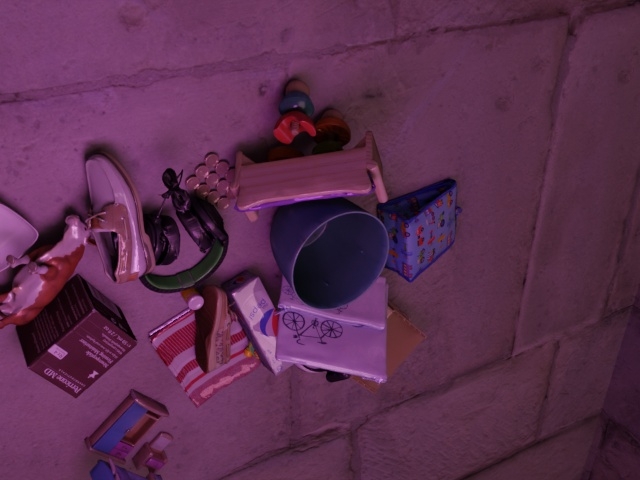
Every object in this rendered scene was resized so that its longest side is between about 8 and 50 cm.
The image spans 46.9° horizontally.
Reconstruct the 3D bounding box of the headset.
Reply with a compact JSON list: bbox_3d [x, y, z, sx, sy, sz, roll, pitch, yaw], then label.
[{"bbox_3d":[-0.335,-0.006,1.788,0.243,0.185,0.394,-22,140,-21],"label":"headset"}]

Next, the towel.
[{"bbox_3d":[-0.321,0.315,2.107,0.237,0.037,0.329,-33,131,-13],"label":"towel"}]

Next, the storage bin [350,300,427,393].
[{"bbox_3d":[0.166,0.323,2.377,0.262,0.123,0.260,-47,132,3],"label":"storage bin"}]

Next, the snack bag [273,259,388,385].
[{"bbox_3d":[0.034,0.211,2.022,0.323,0.342,0.037,14,140,-10],"label":"snack bag"}]

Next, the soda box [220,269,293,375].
[{"bbox_3d":[-0.164,0.229,2.051,0.091,0.098,0.286,-32,111,-18],"label":"soda box"}]

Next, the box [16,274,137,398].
[{"bbox_3d":[-0.588,0.230,1.785,0.203,0.167,0.168,-42,133,-3],"label":"box"}]

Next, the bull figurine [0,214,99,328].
[{"bbox_3d":[-0.639,0.079,1.668,0.310,0.101,0.188,-53,165,14],"label":"bull figurine"}]

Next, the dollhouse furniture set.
[{"bbox_3d":[-0.459,0.614,2.027,0.198,0.303,0.286,-46,133,2],"label":"dollhouse furniture set"}]

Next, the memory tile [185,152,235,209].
[{"bbox_3d":[-0.261,-0.147,1.863,0.113,0.012,0.148,-50,133,4],"label":"memory tile"}]

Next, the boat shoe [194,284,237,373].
[{"bbox_3d":[-0.282,0.233,2.006,0.089,0.104,0.285,-14,133,-33],"label":"boat shoe"}]

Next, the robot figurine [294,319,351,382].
[{"bbox_3d":[0.012,0.292,2.165,0.173,0.209,0.278,22,150,-23],"label":"robot figurine"}]

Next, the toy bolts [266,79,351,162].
[{"bbox_3d":[-0.051,-0.288,1.864,0.218,0.158,0.228,-10,148,21],"label":"toy bolts"}]

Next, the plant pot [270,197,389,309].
[{"bbox_3d":[0.000,0.000,1.980,0.293,0.235,0.293,-17,127,-23],"label":"plant pot"}]

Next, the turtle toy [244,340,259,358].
[{"bbox_3d":[-0.161,0.307,2.168,0.130,0.066,0.095,23,85,-53],"label":"turtle toy"}]

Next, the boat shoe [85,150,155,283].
[{"bbox_3d":[-0.468,-0.048,1.664,0.103,0.113,0.302,-33,111,-46],"label":"boat shoe"}]

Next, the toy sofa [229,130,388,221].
[{"bbox_3d":[-0.026,-0.130,1.794,0.362,0.177,0.150,-8,148,12],"label":"toy sofa"}]

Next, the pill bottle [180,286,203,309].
[{"bbox_3d":[-0.342,0.144,1.949,0.043,0.083,0.043,-17,127,-24],"label":"pill bottle"}]

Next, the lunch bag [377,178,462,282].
[{"bbox_3d":[0.330,-0.046,2.257,0.293,0.138,0.221,-27,128,-29],"label":"lunch bag"}]

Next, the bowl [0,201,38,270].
[{"bbox_3d":[-0.715,-0.014,1.621,0.142,0.053,0.142,-43,133,-3],"label":"bowl"}]
